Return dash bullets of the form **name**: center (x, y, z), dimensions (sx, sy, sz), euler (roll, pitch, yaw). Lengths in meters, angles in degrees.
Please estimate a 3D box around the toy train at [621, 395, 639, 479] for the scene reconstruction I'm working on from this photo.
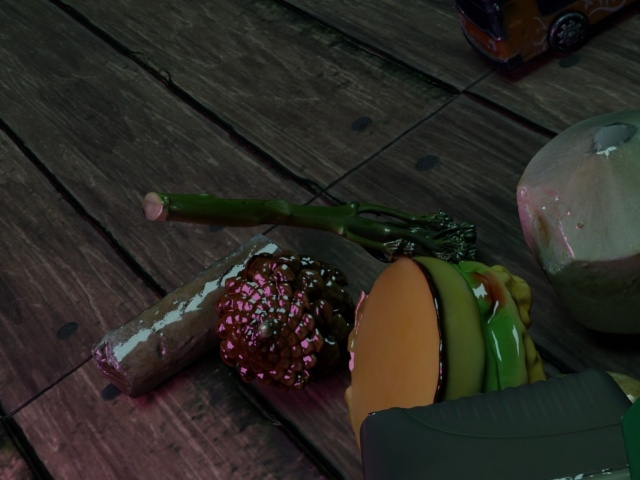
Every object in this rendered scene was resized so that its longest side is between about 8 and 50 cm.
- **toy train**: center (0.355, 0.210, 0.815), dimensions (0.178, 0.429, 0.249), euler (-54, 26, 39)

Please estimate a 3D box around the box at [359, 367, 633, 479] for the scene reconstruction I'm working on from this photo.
- **box**: center (0.163, 0.199, 0.995), dimensions (0.274, 0.138, 0.178), euler (-11, 26, -2)

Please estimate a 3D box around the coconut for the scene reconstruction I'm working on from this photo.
- **coconut**: center (0.309, -0.027, 1.266), dimensions (0.241, 0.241, 0.241), euler (-17, 37, 13)

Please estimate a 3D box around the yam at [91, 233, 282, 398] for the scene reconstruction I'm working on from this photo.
- **yam**: center (-0.151, 0.093, 1.515), dimensions (0.259, 0.093, 0.093), euler (-34, 37, -10)

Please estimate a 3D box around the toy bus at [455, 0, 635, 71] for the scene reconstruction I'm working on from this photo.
- **toy bus**: center (0.340, -0.390, 1.722), dimensions (0.323, 0.194, 0.162), euler (-29, 37, -4)

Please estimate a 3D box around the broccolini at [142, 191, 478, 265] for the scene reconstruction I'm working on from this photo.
- **broccolini**: center (0.002, -0.005, 1.371), dimensions (0.392, 0.079, 0.074), euler (4, 7, -26)

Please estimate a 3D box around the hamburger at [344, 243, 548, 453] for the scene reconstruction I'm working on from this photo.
- **hamburger**: center (0.130, 0.129, 1.213), dimensions (0.149, 0.237, 0.237), euler (8, 29, -22)

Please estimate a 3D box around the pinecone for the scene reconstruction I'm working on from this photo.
- **pinecone**: center (-0.033, 0.084, 1.405), dimensions (0.173, 0.173, 0.173), euler (-17, 37, 13)

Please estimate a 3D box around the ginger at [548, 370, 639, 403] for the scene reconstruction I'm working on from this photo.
- **ginger**: center (0.396, 0.151, 1.065), dimensions (0.363, 0.122, 0.348), euler (-34, 44, 7)
